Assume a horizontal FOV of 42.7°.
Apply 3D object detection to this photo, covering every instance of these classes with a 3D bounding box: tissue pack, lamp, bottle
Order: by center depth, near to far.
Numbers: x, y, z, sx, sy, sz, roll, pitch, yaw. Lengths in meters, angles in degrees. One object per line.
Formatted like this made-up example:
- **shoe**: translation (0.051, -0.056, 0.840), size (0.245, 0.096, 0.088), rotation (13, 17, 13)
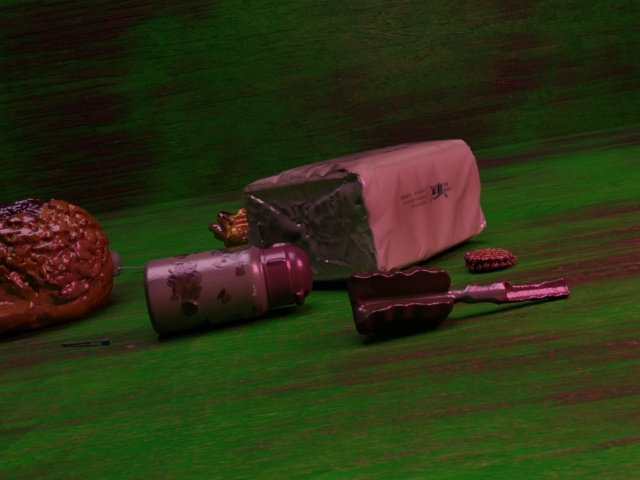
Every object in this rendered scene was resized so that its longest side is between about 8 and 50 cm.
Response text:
- **bottle**: translation (-0.139, 0.068, 1.267), size (0.253, 0.121, 0.120), rotation (-10, 9, -4)
- **tissue pack**: translation (0.087, -0.057, 1.507), size (0.297, 0.207, 0.380), rotation (-4, 10, 42)
- **lamp**: translation (-0.393, 0.047, 1.866), size (0.198, 0.056, 0.050), rotation (-4, 8, 16)

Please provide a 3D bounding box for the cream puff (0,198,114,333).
- **cream puff**: translation (-0.558, 0.039, 1.535), size (0.326, 0.231, 0.343), rotation (0, 13, 32)

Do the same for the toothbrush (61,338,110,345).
- **toothbrush**: translation (-0.368, 0.161, 1.281), size (0.096, 0.008, 0.006), rotation (-7, 9, 26)

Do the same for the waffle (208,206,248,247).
- **waffle**: translation (-0.089, -0.029, 1.843), size (0.329, 0.062, 0.329), rotation (-3, 18, 1)

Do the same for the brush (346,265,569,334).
- **brush**: translation (0.185, 0.073, 1.081), size (0.300, 0.084, 0.071), rotation (-4, -24, -11)

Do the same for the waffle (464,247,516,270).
- **waffle**: translation (0.276, 0.030, 1.337), size (0.083, 0.029, 0.075), rotation (-9, 12, -13)
